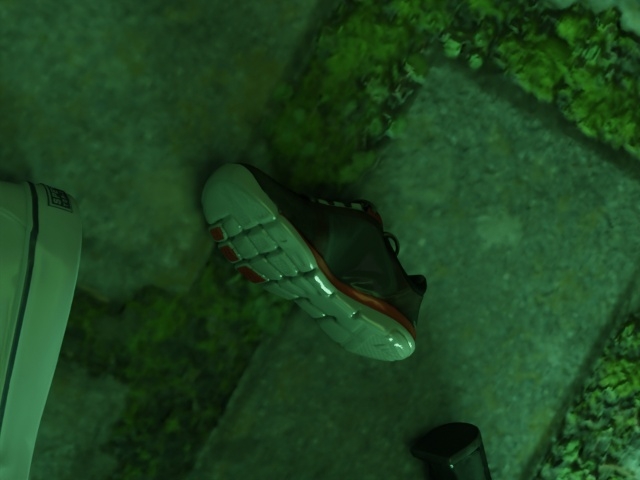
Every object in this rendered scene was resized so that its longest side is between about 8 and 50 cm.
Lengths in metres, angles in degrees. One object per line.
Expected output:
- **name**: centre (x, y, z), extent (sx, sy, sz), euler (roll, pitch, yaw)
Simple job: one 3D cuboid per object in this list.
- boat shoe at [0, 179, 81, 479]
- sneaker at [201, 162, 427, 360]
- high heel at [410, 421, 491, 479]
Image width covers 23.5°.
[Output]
- **boat shoe**: centre (-0.185, 0.093, 0.732), extent (0.084, 0.095, 0.258), euler (12, 92, -27)
- **sneaker**: centre (0.000, 0.000, 0.819), extent (0.158, 0.061, 0.065), euler (45, 58, -34)
- **high heel**: centre (0.022, 0.245, 0.886), extent (0.261, 0.093, 0.186), euler (-29, 114, -26)
